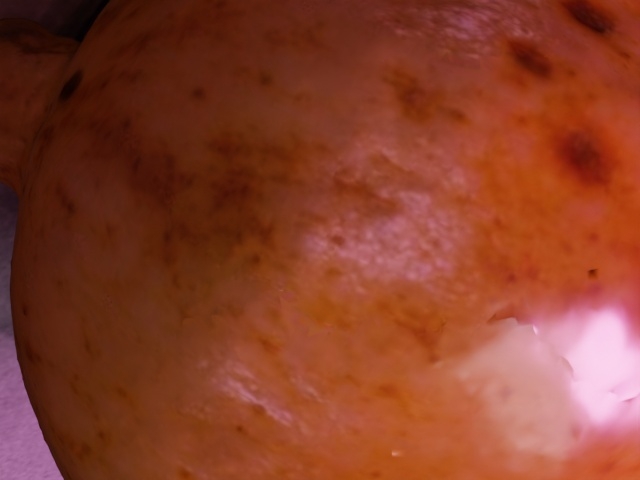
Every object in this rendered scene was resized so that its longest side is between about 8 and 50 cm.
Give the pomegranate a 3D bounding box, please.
[{"bbox_3d":[0.000,0.000,0.656,0.410,0.410,0.410,-24,146,-17],"label":"pomegranate"}]
